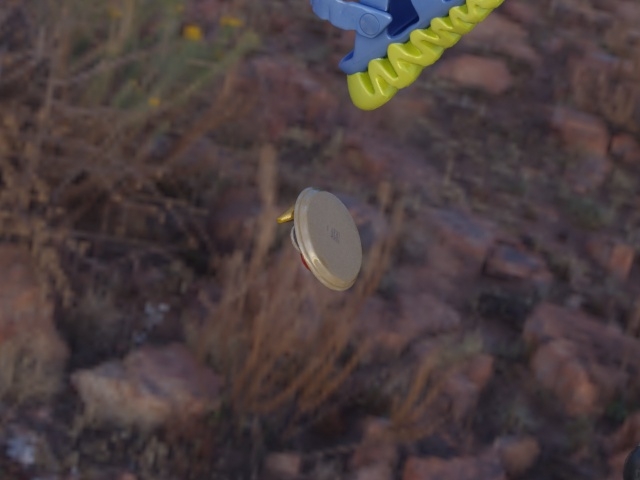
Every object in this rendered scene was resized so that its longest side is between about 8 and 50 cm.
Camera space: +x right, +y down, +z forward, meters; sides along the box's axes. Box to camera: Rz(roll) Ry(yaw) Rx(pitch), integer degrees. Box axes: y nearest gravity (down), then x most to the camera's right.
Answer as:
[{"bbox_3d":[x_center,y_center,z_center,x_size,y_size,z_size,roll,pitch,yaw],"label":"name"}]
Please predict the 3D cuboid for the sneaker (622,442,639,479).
[{"bbox_3d":[0.407,0.362,1.574,0.202,0.185,0.482,18,33,-32],"label":"sneaker"}]

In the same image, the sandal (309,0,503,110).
[{"bbox_3d":[0.098,-0.247,1.472,0.138,0.317,0.126,47,37,-6],"label":"sandal"}]

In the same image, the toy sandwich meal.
[{"bbox_3d":[0.000,0.000,1.162,0.029,0.085,0.085,-20,6,31],"label":"toy sandwich meal"}]
